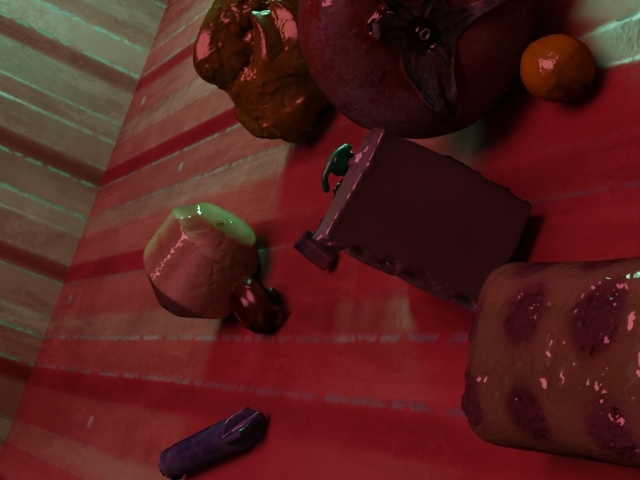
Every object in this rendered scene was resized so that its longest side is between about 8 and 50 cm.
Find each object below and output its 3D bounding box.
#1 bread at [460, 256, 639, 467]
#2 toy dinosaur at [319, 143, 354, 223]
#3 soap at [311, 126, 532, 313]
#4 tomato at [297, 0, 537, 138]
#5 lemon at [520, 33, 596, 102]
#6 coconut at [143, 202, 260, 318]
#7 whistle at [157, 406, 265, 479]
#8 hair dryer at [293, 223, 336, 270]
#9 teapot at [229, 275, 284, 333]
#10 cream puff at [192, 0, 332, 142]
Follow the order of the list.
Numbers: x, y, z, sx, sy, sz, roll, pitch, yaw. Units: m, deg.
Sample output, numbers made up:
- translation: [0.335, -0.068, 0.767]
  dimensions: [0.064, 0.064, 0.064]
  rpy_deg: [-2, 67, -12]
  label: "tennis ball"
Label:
- translation: [0.266, 0.107, 0.933]
  dimensions: [0.338, 0.155, 0.187]
  rpy_deg: [-5, 68, 63]
  label: "bread"
- translation: [0.038, -0.079, 1.660]
  dimensions: [0.132, 0.096, 0.059]
  rpy_deg: [-66, 22, -5]
  label: "toy dinosaur"
- translation: [0.086, -0.039, 1.322]
  dimensions: [0.159, 0.257, 0.302]
  rpy_deg: [-68, 23, 0]
  label: "soap"
- translation: [0.123, -0.292, 1.409]
  dimensions: [0.317, 0.316, 0.282]
  rpy_deg: [-58, 9, 18]
  label: "tomato"
- translation: [0.282, -0.207, 1.283]
  dimensions: [0.082, 0.082, 0.110]
  rpy_deg: [-65, 30, 4]
  label: "lemon"
- translation: [-0.227, 0.048, 1.982]
  dimensions: [0.222, 0.202, 0.202]
  rpy_deg: [-55, 26, 20]
  label: "coconut"
- translation: [-0.186, 0.345, 1.791]
  dimensions: [0.304, 0.062, 0.062]
  rpy_deg: [-35, 39, 50]
  label: "whistle"
- translation: [0.000, 0.000, 1.736]
  dimensions: [0.037, 0.063, 0.114]
  rpy_deg: [-47, 8, 27]
  label: "hair dryer"
- translation: [-0.102, 0.108, 1.826]
  dimensions: [0.129, 0.078, 0.098]
  rpy_deg: [30, 136, 57]
  label: "teapot"
- translation: [-0.088, -0.357, 1.976]
  dimensions: [0.274, 0.269, 0.324]
  rpy_deg: [-9, 62, 57]
  label: "cream puff"
